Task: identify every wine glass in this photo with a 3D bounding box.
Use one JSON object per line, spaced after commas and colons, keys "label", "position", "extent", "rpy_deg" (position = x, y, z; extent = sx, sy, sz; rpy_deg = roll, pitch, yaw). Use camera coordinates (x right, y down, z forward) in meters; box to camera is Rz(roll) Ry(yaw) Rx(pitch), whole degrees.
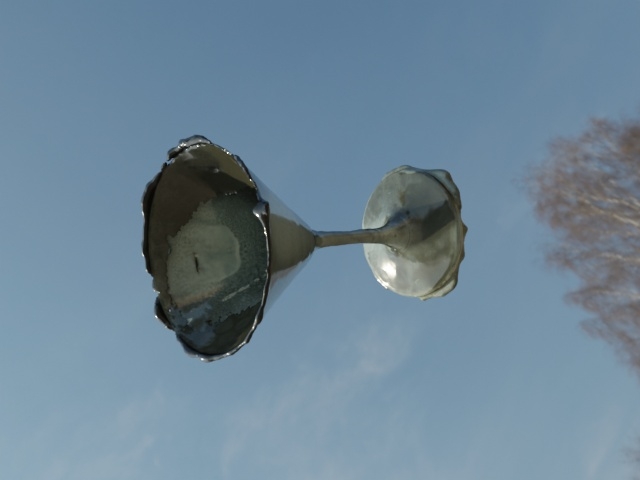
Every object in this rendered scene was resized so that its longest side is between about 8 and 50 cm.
{"label": "wine glass", "position": [0.000, 0.000, 0.584], "extent": [0.232, 0.156, 0.156], "rpy_deg": [-5, -61, -43]}
